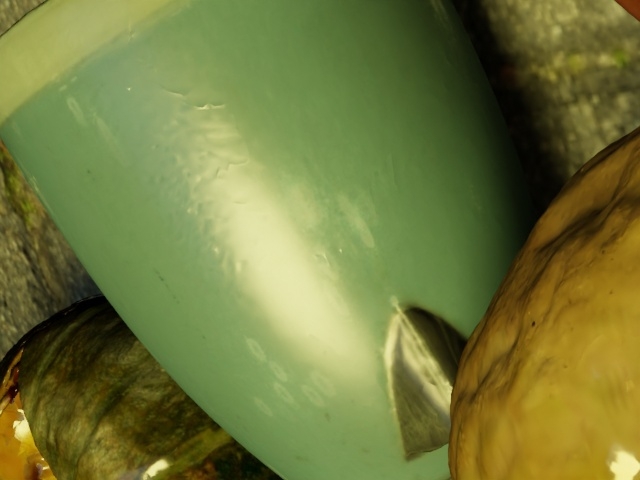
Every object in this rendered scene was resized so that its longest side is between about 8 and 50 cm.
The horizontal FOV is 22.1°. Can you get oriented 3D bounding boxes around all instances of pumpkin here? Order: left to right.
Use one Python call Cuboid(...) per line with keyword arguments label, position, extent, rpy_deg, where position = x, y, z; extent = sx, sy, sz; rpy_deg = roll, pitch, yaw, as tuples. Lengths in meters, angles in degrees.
Cuboid(label="pumpkin", position=(-0.107, 0.180, 1.129), extent=(0.320, 0.192, 0.320), rpy_deg=(26, 130, 36))

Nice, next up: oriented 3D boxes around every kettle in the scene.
Cuboid(label="kettle", position=(0.000, 0.000, 0.920), extent=(0.342, 0.247, 0.319), rpy_deg=(60, 175, -3))

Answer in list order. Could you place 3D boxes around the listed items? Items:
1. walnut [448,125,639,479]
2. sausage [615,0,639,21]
Cuboid(label="walnut", position=(0.209, 0.088, 0.685), extent=(0.306, 0.306, 0.344), rpy_deg=(52, 145, 12))
Cuboid(label="sausage", position=(0.172, -0.128, 0.760), extent=(0.194, 0.077, 0.077), rpy_deg=(46, 137, 21))
